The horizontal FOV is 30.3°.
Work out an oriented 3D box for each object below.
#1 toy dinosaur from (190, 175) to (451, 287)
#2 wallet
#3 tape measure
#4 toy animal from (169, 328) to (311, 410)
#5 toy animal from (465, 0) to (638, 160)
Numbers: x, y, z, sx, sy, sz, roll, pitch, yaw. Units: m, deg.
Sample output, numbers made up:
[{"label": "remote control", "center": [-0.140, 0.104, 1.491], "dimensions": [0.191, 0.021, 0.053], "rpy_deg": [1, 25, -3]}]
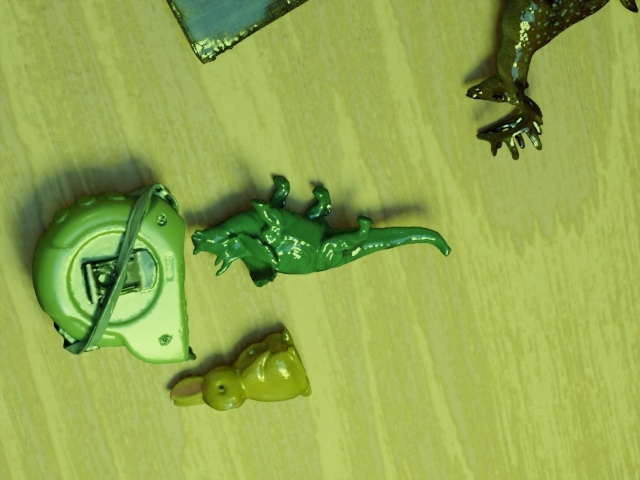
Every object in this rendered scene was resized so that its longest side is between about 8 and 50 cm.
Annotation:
[{"label": "toy dinosaur", "center": [-0.002, -0.016, 1.338], "dimensions": [0.292, 0.079, 0.120], "rpy_deg": [-12, 115, -10]}, {"label": "wallet", "center": [-0.057, -0.295, 1.252], "dimensions": [0.230, 0.042, 0.124], "rpy_deg": [-31, 116, -4]}, {"label": "tape measure", "center": [-0.220, 0.036, 1.272], "dimensions": [0.175, 0.106, 0.200], "rpy_deg": [-3, 106, -19]}, {"label": "toy animal", "center": [-0.095, 0.170, 1.375], "dimensions": [0.159, 0.070, 0.083], "rpy_deg": [-19, 113, -5]}, {"label": "toy animal", "center": [0.254, -0.245, 1.337], "dimensions": [0.243, 0.087, 0.260], "rpy_deg": [-28, 109, -5]}]
